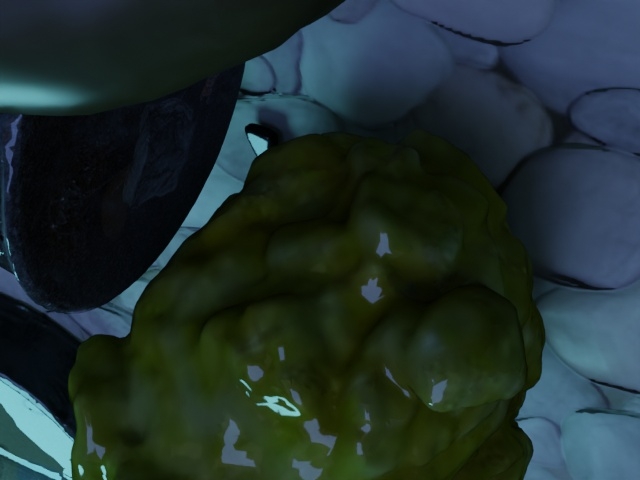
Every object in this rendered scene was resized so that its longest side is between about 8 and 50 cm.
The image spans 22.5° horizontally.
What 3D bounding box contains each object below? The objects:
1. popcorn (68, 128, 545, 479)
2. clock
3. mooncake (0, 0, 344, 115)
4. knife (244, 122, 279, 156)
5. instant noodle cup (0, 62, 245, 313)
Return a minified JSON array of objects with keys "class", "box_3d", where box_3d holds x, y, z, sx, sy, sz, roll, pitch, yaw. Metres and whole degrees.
[{"class":"popcorn","box_3d":[0.014,0.070,0.832,0.235,0.242,0.250,40,116,-12]},{"class":"clock","box_3d":[-0.248,0.146,1.158,0.281,0.055,0.280,15,134,16]},{"class":"mooncake","box_3d":[-0.100,-0.285,0.509,0.467,0.262,0.467,9,120,16]},{"class":"knife","box_3d":[0.000,0.000,0.929,0.023,0.010,0.170,-3,130,37]},{"class":"instant noodle cup","box_3d":[-0.171,-0.098,0.794,0.207,0.217,0.217,22,136,19]}]
